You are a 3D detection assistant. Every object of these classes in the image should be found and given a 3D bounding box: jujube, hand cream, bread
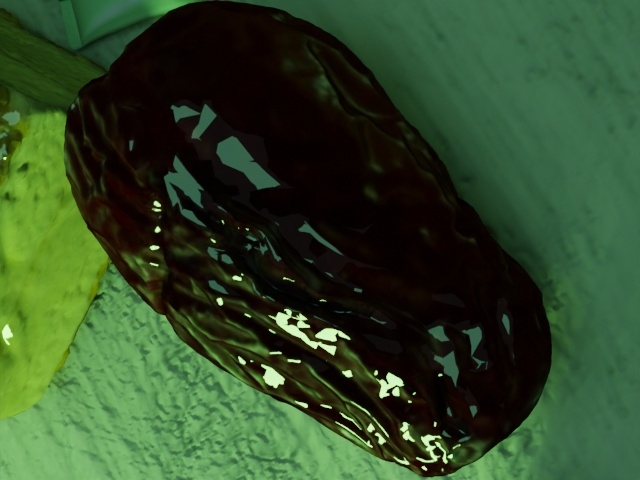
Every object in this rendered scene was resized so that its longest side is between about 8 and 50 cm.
[{"bbox_3d":[0.000,0.000,1.013,0.342,0.216,0.216,45,111,7],"label":"jujube"},{"bbox_3d":[-0.108,-0.191,1.122,0.205,0.050,0.078,-8,102,31],"label":"hand cream"},{"bbox_3d":[-0.299,-0.032,1.139,0.279,0.207,0.279,27,104,20],"label":"bread"}]
